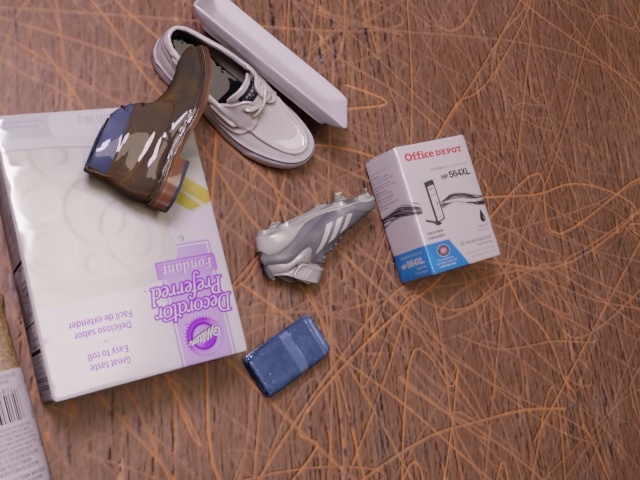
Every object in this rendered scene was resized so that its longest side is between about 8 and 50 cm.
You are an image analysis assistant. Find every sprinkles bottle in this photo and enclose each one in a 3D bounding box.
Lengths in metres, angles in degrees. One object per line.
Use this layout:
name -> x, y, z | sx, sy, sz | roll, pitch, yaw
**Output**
sprinkles bottle -> -0.349, 0.236, 0.786 | 0.121, 0.121, 0.355 | -14, 84, -31

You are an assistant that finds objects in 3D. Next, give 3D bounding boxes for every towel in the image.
towel -> -0.045, 0.158, 1.030 | 0.119, 0.029, 0.067 | -33, 94, -32

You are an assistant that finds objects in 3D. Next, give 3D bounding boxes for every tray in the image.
tray -> -0.070, -0.261, 1.092 | 0.270, 0.030, 0.145 | 37, 22, -16

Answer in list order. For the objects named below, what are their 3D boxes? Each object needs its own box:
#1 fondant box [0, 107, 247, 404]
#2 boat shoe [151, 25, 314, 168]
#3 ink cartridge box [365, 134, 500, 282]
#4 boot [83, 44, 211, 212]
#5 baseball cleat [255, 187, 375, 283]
fondant box -> -0.248, 0.008, 0.917 | 0.238, 0.096, 0.330 | -11, 84, -31
boat shoe -> -0.111, -0.200, 1.042 | 0.267, 0.088, 0.096 | 41, 72, -13
ink cartridge box -> 0.176, -0.051, 1.174 | 0.148, 0.086, 0.203 | -14, 85, -31
boot -> -0.199, -0.152, 0.884 | 0.106, 0.082, 0.219 | 20, 69, -26
baseball cleat -> 0.000, 0.000, 1.084 | 0.206, 0.072, 0.109 | -21, 102, -27
